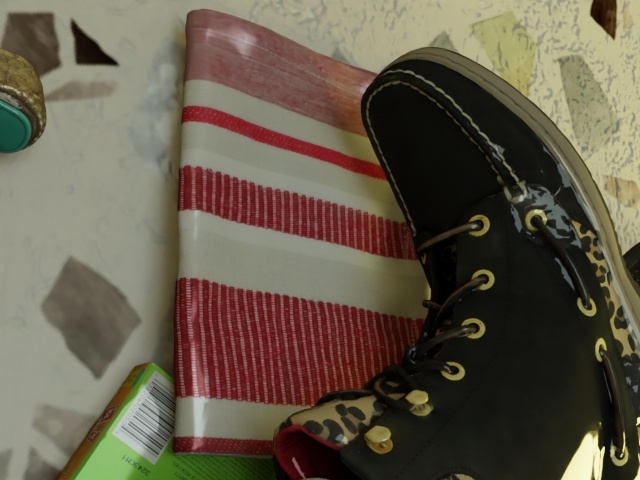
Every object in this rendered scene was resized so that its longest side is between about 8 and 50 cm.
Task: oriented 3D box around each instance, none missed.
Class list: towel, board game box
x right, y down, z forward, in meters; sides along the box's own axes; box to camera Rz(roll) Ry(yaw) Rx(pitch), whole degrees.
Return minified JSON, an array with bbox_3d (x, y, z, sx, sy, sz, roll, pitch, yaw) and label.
[{"bbox_3d":[0.000,0.000,0.671,0.237,0.037,0.329,12,67,-34],"label":"towel"},{"bbox_3d":[-0.136,0.217,0.547,0.124,0.039,0.259,43,56,-18],"label":"board game box"}]

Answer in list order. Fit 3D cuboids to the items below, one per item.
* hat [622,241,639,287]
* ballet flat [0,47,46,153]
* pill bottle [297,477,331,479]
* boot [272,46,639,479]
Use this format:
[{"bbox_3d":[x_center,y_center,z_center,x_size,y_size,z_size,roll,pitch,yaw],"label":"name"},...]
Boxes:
[{"bbox_3d":[0.392,0.106,0.846,0.331,0.331,0.134,51,19,-13],"label":"hat"},{"bbox_3d":[-0.265,-0.121,0.535,0.206,0.073,0.067,29,36,-28],"label":"ballet flat"},{"bbox_3d":[0.015,0.267,0.480,0.130,0.130,0.245,-33,94,-35],"label":"pill bottle"},{"bbox_3d":[0.086,0.065,0.602,0.284,0.138,0.377,-31,91,-36],"label":"boot"}]
